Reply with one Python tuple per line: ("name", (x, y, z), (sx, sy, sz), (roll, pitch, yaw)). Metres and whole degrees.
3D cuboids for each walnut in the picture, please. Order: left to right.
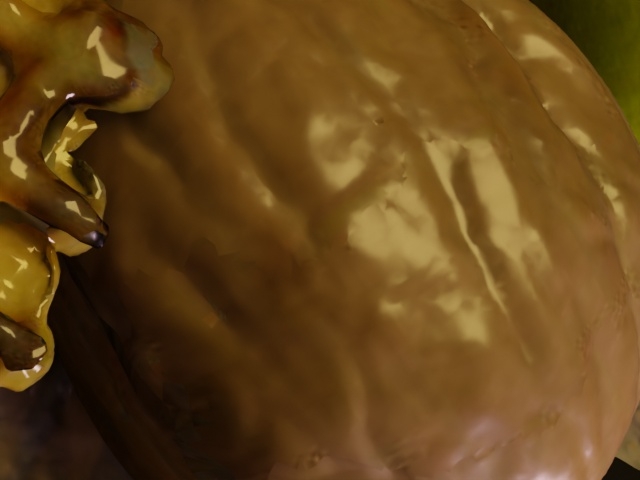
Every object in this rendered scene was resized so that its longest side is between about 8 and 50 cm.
("walnut", (0.000, 0.000, 0.684), (0.225, 0.225, 0.261), (-26, 77, -45))

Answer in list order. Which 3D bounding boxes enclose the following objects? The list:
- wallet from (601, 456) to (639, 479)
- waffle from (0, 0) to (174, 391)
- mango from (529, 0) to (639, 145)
("wallet", (0.117, 0.144, 0.845), (0.244, 0.025, 0.124), (28, 54, -29))
("waffle", (-0.213, -0.042, 0.547), (0.329, 0.062, 0.329), (4, 71, -12))
("mango", (0.165, -0.128, 0.903), (0.185, 0.149, 0.273), (-17, 100, -58))
